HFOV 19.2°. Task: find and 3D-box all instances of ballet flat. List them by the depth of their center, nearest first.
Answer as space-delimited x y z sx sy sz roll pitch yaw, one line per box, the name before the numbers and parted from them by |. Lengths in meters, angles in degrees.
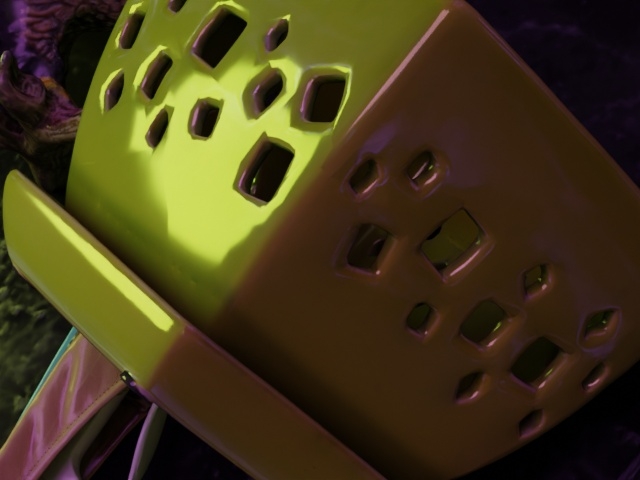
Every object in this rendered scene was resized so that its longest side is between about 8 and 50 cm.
ballet flat | -0.141 0.129 0.973 0.073 0.080 0.232 29 77 16

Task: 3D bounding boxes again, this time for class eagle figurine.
eagle figurine | -0.125 -0.183 1.071 0.226 0.225 0.298 5 76 33

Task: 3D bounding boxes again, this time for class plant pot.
plant pot | 0.000 0.000 0.878 0.207 0.228 0.227 -50 38 -3
